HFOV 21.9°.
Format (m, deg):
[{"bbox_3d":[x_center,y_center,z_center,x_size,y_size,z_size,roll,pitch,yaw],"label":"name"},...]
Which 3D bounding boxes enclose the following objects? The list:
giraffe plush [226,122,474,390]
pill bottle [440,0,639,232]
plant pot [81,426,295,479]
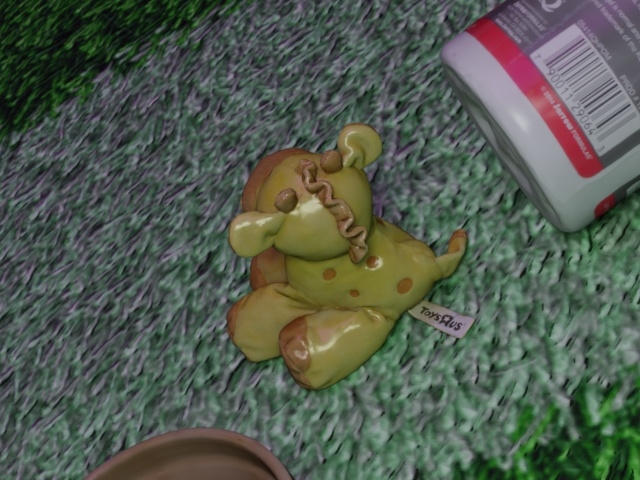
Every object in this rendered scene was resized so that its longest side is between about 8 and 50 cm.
[{"bbox_3d":[0.000,0.000,1.281,0.210,0.170,0.181,2,52,38],"label":"giraffe plush"},{"bbox_3d":[0.264,-0.162,1.245,0.318,0.176,0.176,-35,39,1],"label":"pill bottle"},{"bbox_3d":[-0.094,0.256,1.142,0.237,0.110,0.237,-21,40,19],"label":"plant pot"}]
